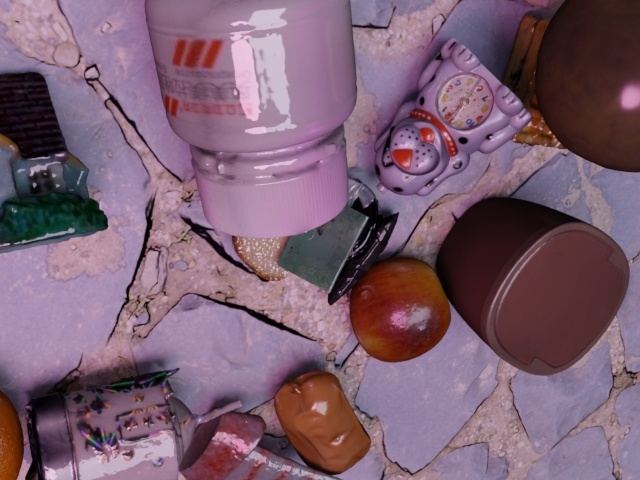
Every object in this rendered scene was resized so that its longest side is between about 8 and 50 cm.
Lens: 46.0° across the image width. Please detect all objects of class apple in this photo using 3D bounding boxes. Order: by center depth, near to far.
[{"bbox_3d":[0.139,0.125,1.321,0.173,0.160,0.195,-20,116,8],"label":"apple"}]

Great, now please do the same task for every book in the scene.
[{"bbox_3d":[0.000,0.000,1.185,0.103,0.017,0.135,28,93,11],"label":"book"}]

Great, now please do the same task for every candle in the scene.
[{"bbox_3d":[-0.288,0.302,1.163,0.330,0.187,0.187,-10,117,-23],"label":"candle"}]

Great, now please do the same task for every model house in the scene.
[{"bbox_3d":[-0.428,-0.103,0.911,0.280,0.230,0.249,-13,93,-23],"label":"model house"}]

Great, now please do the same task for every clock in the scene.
[{"bbox_3d":[0.181,-0.170,1.195,0.254,0.189,0.189,-43,124,7],"label":"clock"}]

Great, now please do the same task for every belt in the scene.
[{"bbox_3d":[0.041,-0.033,1.217,0.105,0.058,0.140,15,91,9],"label":"belt"}]

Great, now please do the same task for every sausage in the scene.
[{"bbox_3d":[0.004,0.327,1.355,0.136,0.120,0.241,-25,125,-6],"label":"sausage"}]

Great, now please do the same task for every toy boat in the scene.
[{"bbox_3d":[-0.094,0.405,1.323,0.282,0.096,0.206,25,115,-19],"label":"toy boat"}]

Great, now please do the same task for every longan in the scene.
[{"bbox_3d":[0.471,-0.256,1.094,0.319,0.319,0.319,-11,117,-21],"label":"longan"}]

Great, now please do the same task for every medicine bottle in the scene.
[{"bbox_3d":[-0.079,-0.191,0.993,0.256,0.256,0.325,-17,122,-18],"label":"medicine bottle"}]

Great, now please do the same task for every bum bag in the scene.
[{"bbox_3d":[0.068,0.027,1.278,0.049,0.087,0.197,37,94,-2],"label":"bum bag"}]

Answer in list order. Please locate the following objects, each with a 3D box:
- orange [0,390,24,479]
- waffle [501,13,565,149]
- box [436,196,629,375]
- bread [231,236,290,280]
[{"bbox_3d":[-0.513,0.290,1.047,0.206,0.206,0.206,-11,117,-21],"label":"orange"},{"bbox_3d":[0.459,-0.259,1.323,0.308,0.091,0.213,5,111,-26],"label":"waffle"},{"bbox_3d":[0.368,0.066,1.357,0.301,0.216,0.301,-9,116,-20],"label":"box"},{"bbox_3d":[-0.078,-0.006,1.209,0.126,0.044,0.129,-45,122,-10],"label":"bread"}]
